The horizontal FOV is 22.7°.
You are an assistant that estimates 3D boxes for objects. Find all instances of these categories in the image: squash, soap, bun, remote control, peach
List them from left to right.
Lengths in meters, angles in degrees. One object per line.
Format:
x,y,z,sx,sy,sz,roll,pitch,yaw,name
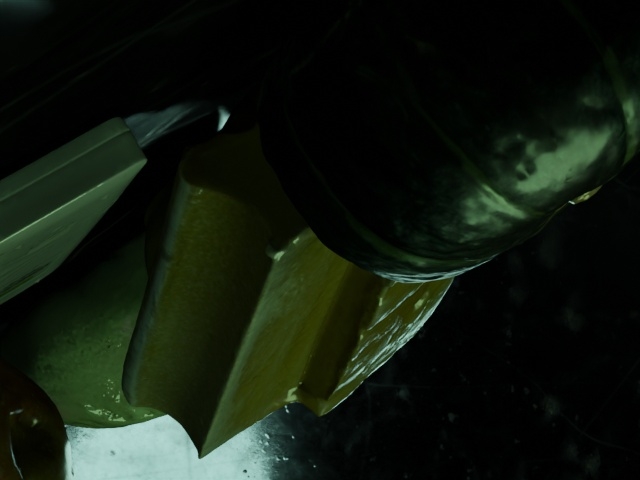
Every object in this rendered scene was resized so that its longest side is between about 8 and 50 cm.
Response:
-0.302,0.196,1.280,0.214,0.214,0.235,-33,172,-5,peach
-0.167,0.001,0.866,0.103,0.034,0.250,-32,178,-23,remote control
-0.148,0.087,1.462,0.283,0.179,0.283,-31,180,0,bun
0.000,0.000,1.085,0.259,0.143,0.281,-32,161,-30,soap
0.086,-0.087,0.810,0.252,0.165,0.252,-35,176,-3,squash

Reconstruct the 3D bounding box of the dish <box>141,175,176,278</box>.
-0.079,-0.013,1.228,0.149,0.080,0.207,-43,166,7,dish
